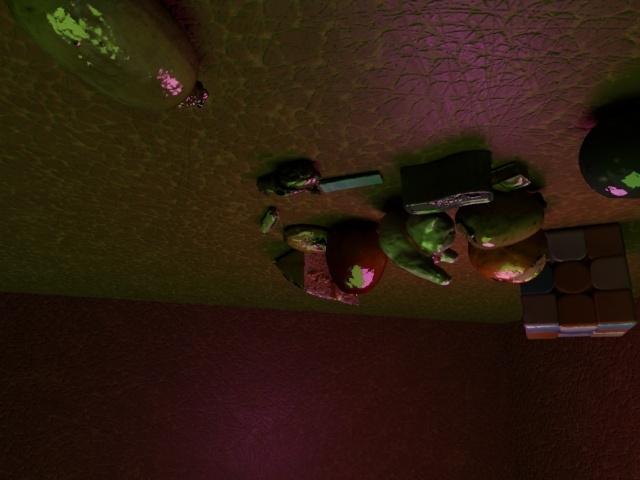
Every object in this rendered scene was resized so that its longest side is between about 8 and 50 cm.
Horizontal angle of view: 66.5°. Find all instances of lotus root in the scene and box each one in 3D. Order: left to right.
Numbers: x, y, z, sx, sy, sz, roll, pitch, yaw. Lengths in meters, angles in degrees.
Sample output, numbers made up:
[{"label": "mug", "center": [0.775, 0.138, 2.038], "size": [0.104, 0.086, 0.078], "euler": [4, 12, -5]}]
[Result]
[{"label": "lotus root", "center": [-0.281, -0.279, 0.708], "size": [0.169, 0.151, 0.343], "euler": [-6, 158, 22]}, {"label": "lotus root", "center": [0.493, -0.065, 1.325], "size": [0.284, 0.160, 0.146], "euler": [-20, 161, -18]}]

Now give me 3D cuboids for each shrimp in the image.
[{"label": "shrimp", "center": [0.000, 0.000, 1.755], "size": [0.287, 0.063, 0.152], "euler": [14, 147, -32]}]

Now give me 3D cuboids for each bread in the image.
[{"label": "bread", "center": [-0.037, 0.173, 2.045], "size": [0.346, 0.242, 0.405], "euler": [16, 153, -33]}]

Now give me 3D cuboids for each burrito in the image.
[{"label": "burrito", "center": [-0.163, -0.062, 1.586], "size": [0.045, 0.041, 0.185], "euler": [46, 155, -2]}]

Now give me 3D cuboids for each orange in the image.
[{"label": "orange", "center": [0.584, 0.024, 1.533], "size": [0.240, 0.240, 0.240], "euler": [0, 162, 0]}]

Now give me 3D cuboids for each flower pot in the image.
[{"label": "flower pot", "center": [0.315, -0.139, 1.215], "size": [0.229, 0.108, 0.103], "euler": [-10, 161, 32]}]

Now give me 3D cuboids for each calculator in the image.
[{"label": "calculator", "center": [0.081, -0.156, 1.310], "size": [0.172, 0.018, 0.057], "euler": [-6, 162, 20]}]

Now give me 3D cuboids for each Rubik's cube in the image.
[{"label": "Rubik's cube", "center": [0.902, 0.165, 1.769], "size": [0.344, 0.346, 0.346], "euler": [-6, 162, 22]}]

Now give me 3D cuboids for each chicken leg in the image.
[{"label": "chicken leg", "center": [-0.089, -0.146, 1.258], "size": [0.196, 0.080, 0.125], "euler": [-6, 174, 23]}]

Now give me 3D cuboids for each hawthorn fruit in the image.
[{"label": "hawthorn fruit", "center": [0.127, 0.081, 1.675], "size": [0.224, 0.260, 0.224], "euler": [-1, -167, 0]}]

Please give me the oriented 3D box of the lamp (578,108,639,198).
[{"label": "lamp", "center": [0.684, -0.187, 0.999], "size": [0.314, 0.182, 0.182], "euler": [-14, 166, -15]}]

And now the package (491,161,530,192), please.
[{"label": "package", "center": [0.463, -0.154, 1.259], "size": [0.071, 0.047, 0.131], "euler": [13, 157, -42]}]

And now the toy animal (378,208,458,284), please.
[{"label": "toy animal", "center": [0.285, -0.045, 1.422], "size": [0.266, 0.188, 0.308], "euler": [10, -147, 26]}]

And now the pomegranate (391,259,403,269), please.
[{"label": "pomegranate", "center": [0.325, 0.016, 1.653], "size": [0.205, 0.159, 0.159], "euler": [-28, 158, 6]}]
